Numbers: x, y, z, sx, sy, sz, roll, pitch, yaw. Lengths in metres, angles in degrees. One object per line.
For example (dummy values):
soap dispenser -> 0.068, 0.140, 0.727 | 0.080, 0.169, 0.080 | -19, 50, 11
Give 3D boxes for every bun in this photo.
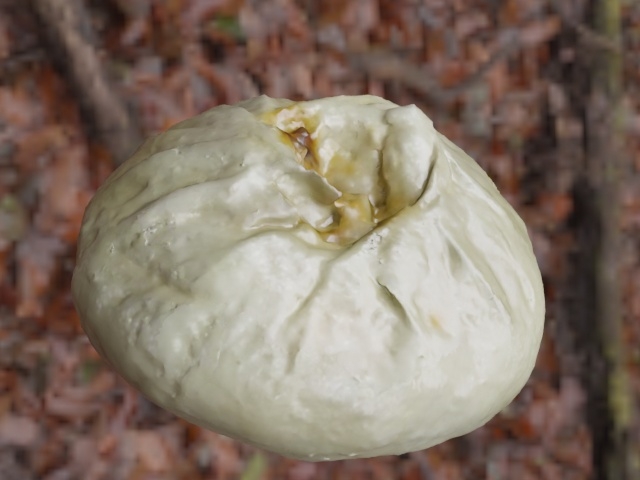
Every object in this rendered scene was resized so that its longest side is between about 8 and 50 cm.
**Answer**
bun -> 0.000, 0.000, 0.849 | 0.222, 0.222, 0.127 | -39, 147, -61
